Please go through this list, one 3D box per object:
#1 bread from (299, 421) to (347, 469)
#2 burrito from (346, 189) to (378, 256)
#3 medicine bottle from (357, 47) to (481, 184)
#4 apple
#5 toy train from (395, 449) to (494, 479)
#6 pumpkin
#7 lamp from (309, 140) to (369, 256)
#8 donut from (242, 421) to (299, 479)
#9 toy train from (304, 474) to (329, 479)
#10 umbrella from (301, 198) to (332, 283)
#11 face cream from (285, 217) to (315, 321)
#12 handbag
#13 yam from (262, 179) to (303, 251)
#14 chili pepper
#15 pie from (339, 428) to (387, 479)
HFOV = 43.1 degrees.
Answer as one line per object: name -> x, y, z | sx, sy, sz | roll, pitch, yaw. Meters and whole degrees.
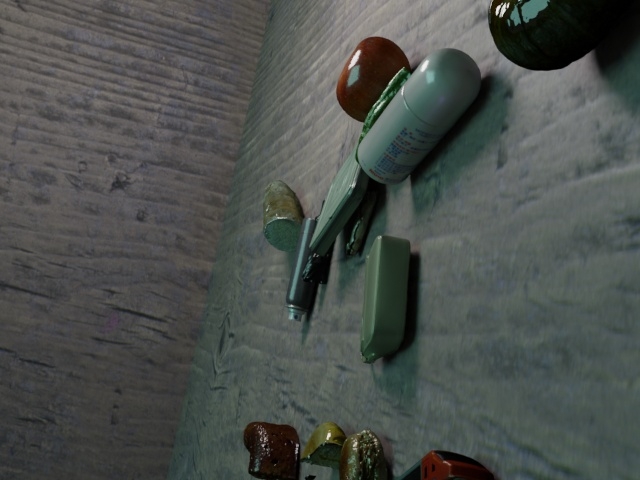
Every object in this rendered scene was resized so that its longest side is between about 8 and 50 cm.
bread -> 0.013, 0.442, 1.750 | 0.094, 0.083, 0.157 | -90, 24, -45
burrito -> 0.098, -0.044, 1.942 | 0.051, 0.042, 0.171 | -119, 43, -74
medicine bottle -> 0.200, -0.251, 1.631 | 0.341, 0.130, 0.130 | 129, 150, -55
apple -> 0.129, -0.372, 1.906 | 0.201, 0.162, 0.201 | -60, 6, 11
toy train -> 0.146, 0.437, 1.331 | 0.409, 0.086, 0.089 | 122, 157, -45
pumpkin -> 0.358, -0.356, 1.178 | 0.238, 0.159, 0.238 | -45, 21, 22
lamp -> 0.064, -0.124, 2.020 | 0.269, 0.047, 0.266 | -56, 11, 47
donut -> -0.124, 0.527, 2.057 | 0.144, 0.126, 0.186 | -45, 34, 47
toy train -> 0.011, 0.604, 1.547 | 0.160, 0.101, 0.296 | 64, -166, -49
umbrella -> 0.000, 0.000, 2.162 | 0.059, 0.066, 0.235 | 165, 117, -66
face cream -> -0.041, 0.080, 2.219 | 0.073, 0.073, 0.283 | 174, 110, -72
handbag -> 0.123, 0.128, 1.682 | 0.219, 0.079, 0.256 | 116, 162, -66
yam -> -0.120, -0.088, 2.507 | 0.330, 0.133, 0.133 | -104, 33, -58
chili pepper -> 0.150, -0.269, 1.825 | 0.253, 0.099, 0.083 | -60, 33, 27
pie -> 0.072, 0.464, 1.563 | 0.163, 0.079, 0.193 | 113, 158, -56
